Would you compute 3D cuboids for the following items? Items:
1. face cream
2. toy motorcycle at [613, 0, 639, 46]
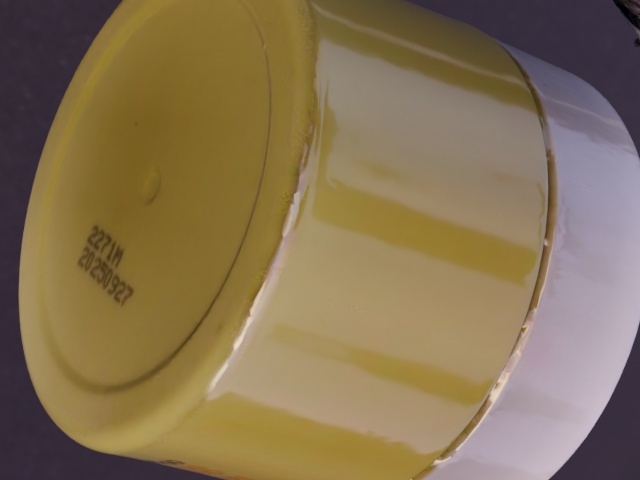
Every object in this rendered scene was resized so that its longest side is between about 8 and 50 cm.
[{"bbox_3d":[0.000,0.000,0.756,0.179,0.218,0.218,18,100,-34],"label":"face cream"},{"bbox_3d":[0.219,-0.100,0.550,0.157,0.263,0.091,-59,150,-15],"label":"toy motorcycle"}]
